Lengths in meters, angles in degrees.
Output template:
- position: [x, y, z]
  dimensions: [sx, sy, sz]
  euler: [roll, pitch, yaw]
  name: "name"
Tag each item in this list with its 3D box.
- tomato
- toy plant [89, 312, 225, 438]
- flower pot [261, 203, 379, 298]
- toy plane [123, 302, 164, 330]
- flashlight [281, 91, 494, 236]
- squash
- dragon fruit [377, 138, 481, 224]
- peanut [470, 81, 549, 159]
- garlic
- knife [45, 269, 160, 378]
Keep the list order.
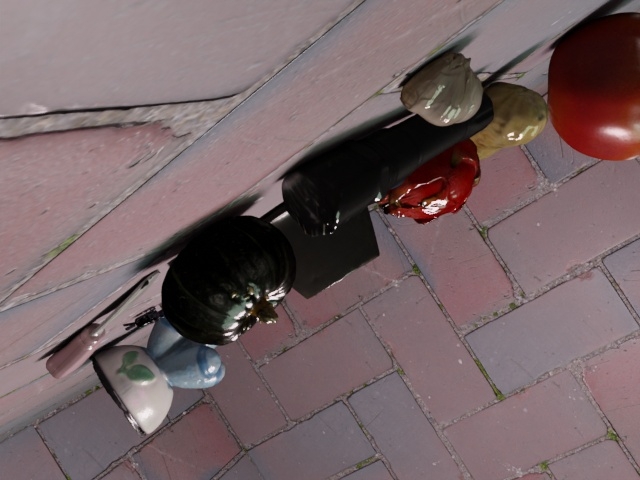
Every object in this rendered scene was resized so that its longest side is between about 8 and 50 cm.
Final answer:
- position: [0.557, -0.304, 1.495]
  dimensions: [0.227, 0.298, 0.299]
  euler: [2, -168, 22]
  name: "tomato"
- position: [-0.353, 0.281, 1.841]
  dimensions: [0.332, 0.247, 0.247]
  euler: [-35, 178, -14]
  name: "toy plant"
- position: [0.000, 0.000, 1.376]
  dimensions: [0.269, 0.166, 0.269]
  euler: [-33, 180, 0]
  name: "flower pot"
- position: [-0.345, 0.154, 1.579]
  dimensions: [0.049, 0.031, 0.121]
  euler: [-28, 179, 39]
  name: "toy plane"
- position: [0.115, -0.128, 1.113]
  dimensions: [0.424, 0.103, 0.103]
  euler: [-32, 178, -41]
  name: "flashlight"
- position: [-0.122, 0.054, 1.040]
  dimensions: [0.193, 0.156, 0.193]
  euler: [-54, -172, 11]
  name: "squash"
- position: [0.196, -0.121, 1.372]
  dimensions: [0.209, 0.172, 0.172]
  euler: [-44, -178, -21]
  name: "dragon fruit"
- position: [0.312, -0.220, 1.459]
  dimensions: [0.130, 0.130, 0.290]
  euler: [-32, -176, -25]
  name: "peanut"
- position: [0.147, -0.170, 0.895]
  dimensions: [0.113, 0.074, 0.094]
  euler: [-11, 174, -39]
  name: "garlic"
- position: [-0.329, 0.129, 1.209]
  dimensions: [0.336, 0.043, 0.081]
  euler: [-37, -178, 34]
  name: "knife"
